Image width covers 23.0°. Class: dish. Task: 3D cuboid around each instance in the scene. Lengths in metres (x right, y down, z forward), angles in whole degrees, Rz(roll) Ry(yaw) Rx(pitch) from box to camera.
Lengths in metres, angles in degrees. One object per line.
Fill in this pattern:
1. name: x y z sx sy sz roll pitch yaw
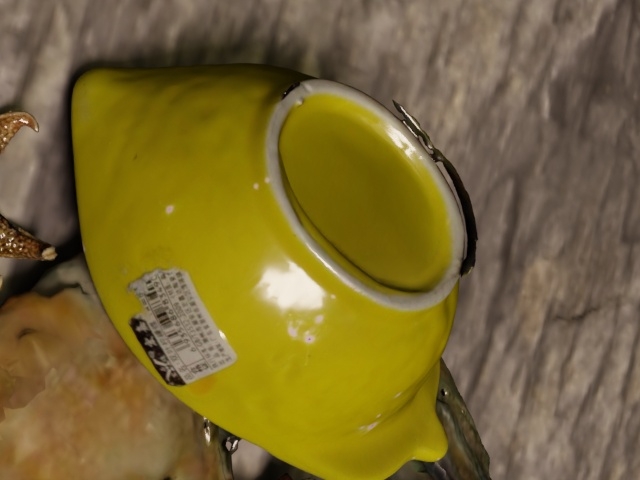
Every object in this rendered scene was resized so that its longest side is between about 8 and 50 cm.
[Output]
1. dish: 0.000 0.000 0.588 0.208 0.080 0.149 44 45 -14

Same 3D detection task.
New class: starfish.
1. starfish: -0.131 -0.023 0.548 0.078 0.028 0.091 -13 98 -45

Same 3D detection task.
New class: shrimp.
1. shrimp: 0.011 0.177 0.655 0.445 0.085 0.272 50 58 -26
